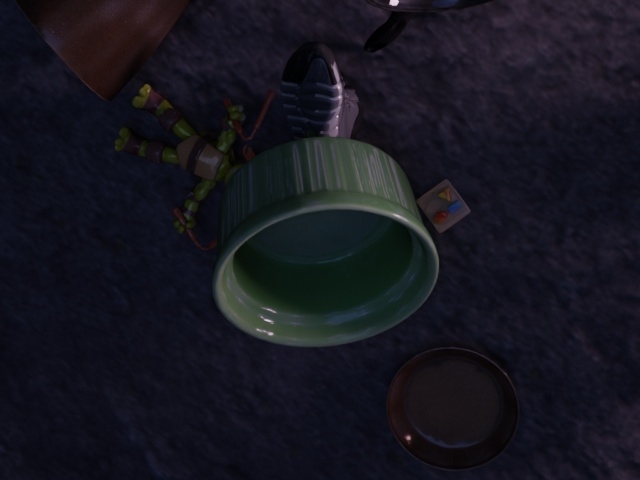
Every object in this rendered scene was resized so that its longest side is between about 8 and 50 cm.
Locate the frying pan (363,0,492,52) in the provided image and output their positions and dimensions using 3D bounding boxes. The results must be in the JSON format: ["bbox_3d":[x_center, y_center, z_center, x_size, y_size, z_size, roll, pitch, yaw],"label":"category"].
[{"bbox_3d":[0.150,-0.311,1.407,0.197,0.326,0.053,-4,84,2],"label":"frying pan"}]

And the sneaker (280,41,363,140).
[{"bbox_3d":[0.009,-0.197,1.527,0.086,0.132,0.229,15,136,17],"label":"sneaker"}]

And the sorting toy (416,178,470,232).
[{"bbox_3d":[0.167,-0.041,1.605,0.083,0.012,0.062,-36,96,17],"label":"sorting toy"}]

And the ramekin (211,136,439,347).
[{"bbox_3d":[0.000,0.000,1.513,0.303,0.148,0.303,-5,140,-4],"label":"ramekin"}]

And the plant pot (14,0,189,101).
[{"bbox_3d":[-0.272,-0.346,1.525,0.230,0.215,0.215,-38,95,4],"label":"plant pot"}]

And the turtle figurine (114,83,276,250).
[{"bbox_3d":[-0.176,-0.139,1.607,0.217,0.087,0.270,31,117,10],"label":"turtle figurine"}]

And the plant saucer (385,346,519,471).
[{"bbox_3d":[0.198,0.248,1.663,0.198,0.036,0.199,3,105,9],"label":"plant saucer"}]
